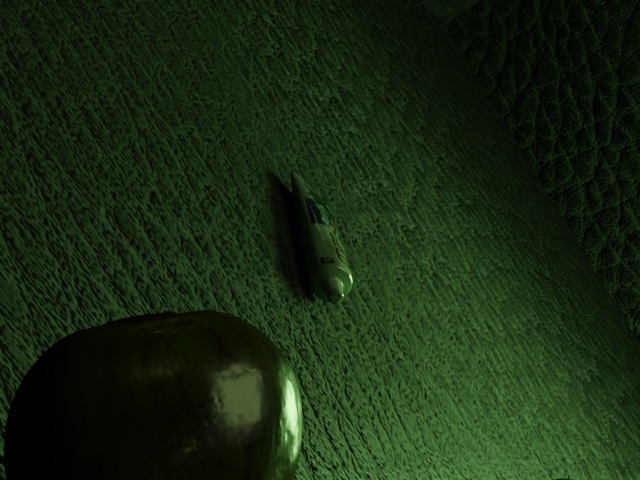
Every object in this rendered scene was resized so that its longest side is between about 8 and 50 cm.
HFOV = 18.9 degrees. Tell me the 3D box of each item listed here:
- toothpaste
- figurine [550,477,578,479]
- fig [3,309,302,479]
[{"bbox_3d":[0.000,0.000,1.780,0.060,0.038,0.233,51,11,-25],"label":"toothpaste"},{"bbox_3d":[0.200,0.278,1.664,0.178,0.114,0.144,13,49,-54],"label":"figurine"},{"bbox_3d":[-0.078,0.165,0.947,0.151,0.151,0.259,27,55,-64],"label":"fig"}]
